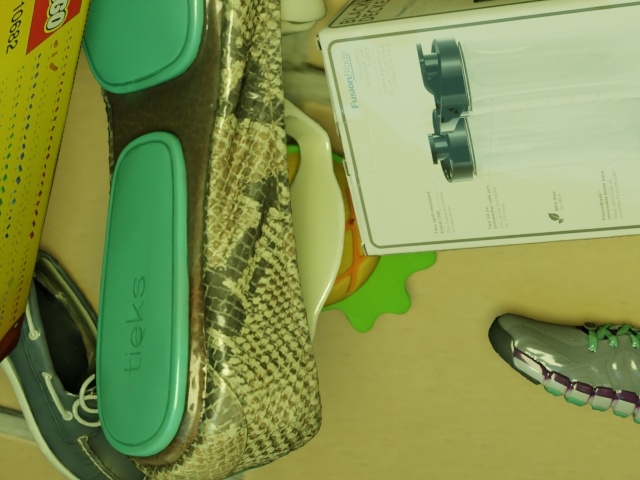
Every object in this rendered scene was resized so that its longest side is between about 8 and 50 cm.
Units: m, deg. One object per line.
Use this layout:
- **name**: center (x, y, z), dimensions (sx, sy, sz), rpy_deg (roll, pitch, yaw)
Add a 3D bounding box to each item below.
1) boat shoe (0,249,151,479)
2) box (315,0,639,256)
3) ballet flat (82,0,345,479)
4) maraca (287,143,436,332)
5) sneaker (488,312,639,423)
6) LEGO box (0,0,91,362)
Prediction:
- **boat shoe**: center (-0.200, 0.113, 1.312), dimensions (0.079, 0.095, 0.254), rpy_deg (-9, 115, 36)
- **box**: center (0.158, -0.090, 1.034), dimensions (0.290, 0.087, 0.169), rpy_deg (-6, 114, 19)
- **ballet flat**: center (-0.068, -0.086, 1.033), dimensions (0.164, 0.182, 0.482), rpy_deg (-7, 87, 49)
- **maraca**: center (0.000, 0.000, 1.161), dimensions (0.186, 0.099, 0.127), rpy_deg (24, 104, -24)
- **sneaker**: center (0.241, 0.084, 1.184), dimensions (0.224, 0.083, 0.098), rpy_deg (23, 109, -8)
- **LEGO box**: center (-0.368, -0.115, 1.016), dimensions (0.372, 0.193, 0.500), rpy_deg (34, 139, 9)
